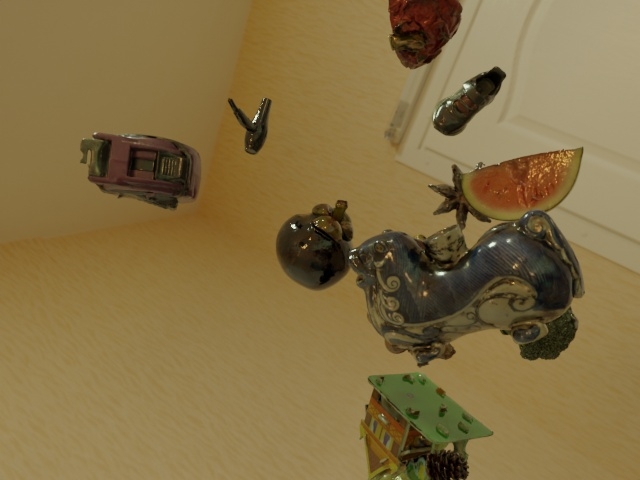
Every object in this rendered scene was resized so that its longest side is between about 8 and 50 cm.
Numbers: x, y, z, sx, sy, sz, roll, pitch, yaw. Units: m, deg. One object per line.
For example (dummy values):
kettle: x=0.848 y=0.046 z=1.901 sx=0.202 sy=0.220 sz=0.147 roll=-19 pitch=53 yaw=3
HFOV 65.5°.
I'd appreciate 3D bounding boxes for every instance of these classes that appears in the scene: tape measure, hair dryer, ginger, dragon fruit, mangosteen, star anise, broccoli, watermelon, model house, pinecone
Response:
tape measure: x=-0.393 y=-0.150 z=1.112 sx=0.231 sy=0.246 sz=0.149 roll=164 pitch=110 yaw=-75
hair dryer: x=-0.225 y=-0.396 z=1.556 sx=0.219 sy=0.075 sz=0.195 roll=42 pitch=-120 yaw=-64
ginger: x=0.211 y=0.221 z=1.105 sx=0.103 sy=0.162 sz=0.073 roll=0 pitch=-83 yaw=-46
dragon fruit: x=0.314 y=-0.608 z=1.437 sx=0.317 sy=0.152 sz=0.204 roll=22 pitch=-95 yaw=-53
mangosteen: x=0.000 y=0.000 z=1.574 sx=0.302 sy=0.275 sz=0.275 roll=-57 pitch=-22 yaw=21
star anise: x=0.407 y=-0.122 z=1.471 sx=0.063 sy=0.172 sz=0.207 roll=-38 pitch=-61 yaw=-63
broccoli: x=0.396 y=0.139 z=0.909 sx=0.146 sy=0.138 sz=0.162 roll=18 pitch=-103 yaw=-44
watermelon: x=0.535 y=-0.124 z=1.292 sx=0.128 sy=0.304 sz=0.159 roll=11 pitch=-108 yaw=-52
model house: x=0.287 y=0.606 z=1.462 sx=0.243 sy=0.358 sz=0.312 roll=3 pitch=-75 yaw=-31
pinecone: x=0.243 y=0.441 z=0.959 sx=0.077 sy=0.083 sz=0.077 roll=28 pitch=-127 yaw=-44

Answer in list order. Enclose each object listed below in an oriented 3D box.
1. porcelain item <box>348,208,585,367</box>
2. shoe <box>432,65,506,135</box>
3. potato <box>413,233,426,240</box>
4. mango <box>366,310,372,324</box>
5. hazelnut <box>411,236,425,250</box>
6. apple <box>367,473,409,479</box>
porcelain item: x=0.184 y=0.047 z=0.670 sx=0.288 sy=0.186 sz=0.138 roll=-23 pitch=8 yaw=34
shoe: x=0.382 y=-0.363 z=1.272 sx=0.227 sy=0.099 sz=0.112 roll=-42 pitch=-2 yaw=-18
potato: x=0.357 y=0.057 z=1.679 sx=0.107 sy=0.080 sz=0.170 roll=-34 pitch=-72 yaw=-40
mango: x=0.175 y=0.205 z=1.397 sx=0.127 sy=0.063 sz=0.077 roll=-10 pitch=-67 yaw=-42
hazelnut: x=0.225 y=0.089 z=1.244 sx=0.210 sy=0.186 sz=0.210 roll=-42 pitch=-35 yaw=-40
apple: x=0.326 y=0.980 z=1.786 sx=0.320 sy=0.361 sz=0.311 roll=87 pitch=-164 yaw=-65
